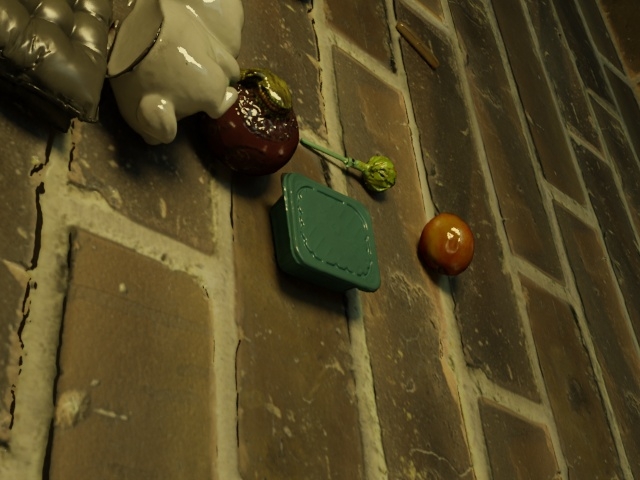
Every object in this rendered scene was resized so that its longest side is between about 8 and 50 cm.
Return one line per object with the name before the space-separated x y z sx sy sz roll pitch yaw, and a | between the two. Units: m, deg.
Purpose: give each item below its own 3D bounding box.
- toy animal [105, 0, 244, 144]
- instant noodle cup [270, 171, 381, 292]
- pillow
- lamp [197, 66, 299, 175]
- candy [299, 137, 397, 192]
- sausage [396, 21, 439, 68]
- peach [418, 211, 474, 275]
toy animal | -0.168 -0.275 1.170 0.154 0.208 0.325 41 72 -42
instant noodle cup | 0.000 0.000 1.291 0.179 0.070 0.157 23 46 -41
pillow | -0.356 -0.300 1.070 0.228 0.101 0.326 33 41 -37
lamp | -0.093 -0.170 1.257 0.157 0.135 0.156 37 38 -30
candy | 0.046 -0.132 1.494 0.194 0.058 0.062 20 78 -30
sausage | 0.215 -0.433 1.982 0.132 0.024 0.024 44 35 -20
peach | 0.219 0.005 1.540 0.100 0.100 0.101 32 40 -32
